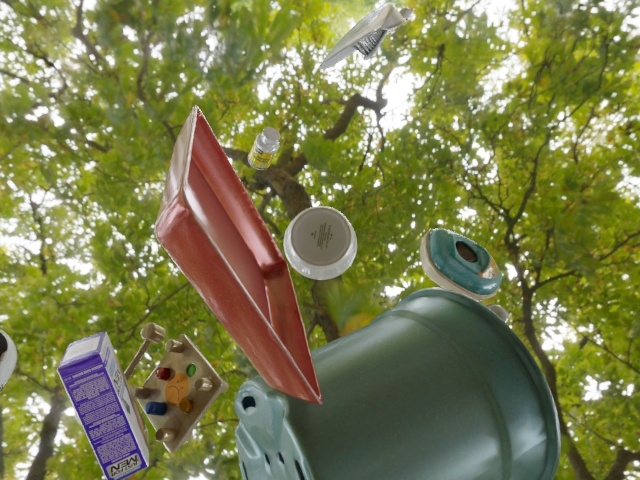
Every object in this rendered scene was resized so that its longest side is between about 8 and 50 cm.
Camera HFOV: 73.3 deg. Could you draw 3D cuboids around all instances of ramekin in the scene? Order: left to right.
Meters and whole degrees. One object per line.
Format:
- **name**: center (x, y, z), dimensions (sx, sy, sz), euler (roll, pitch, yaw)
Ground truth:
- **ramekin**: center (0.000, 0.000, 1.537), dimensions (0.273, 0.127, 0.272), euler (0, -103, 0)

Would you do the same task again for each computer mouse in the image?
- **computer mouse**: center (-0.544, 0.236, 0.720), dimensions (0.042, 0.106, 0.193), euler (9, -134, -28)

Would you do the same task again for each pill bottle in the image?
- **pill bottle**: center (-0.236, -0.390, 1.819), dimensions (0.103, 0.184, 0.103), euler (13, -123, -20)

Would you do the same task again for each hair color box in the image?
- **hair color box**: center (-0.564, 0.434, 1.140), dimensions (0.110, 0.338, 0.185), euler (-19, -167, -19)

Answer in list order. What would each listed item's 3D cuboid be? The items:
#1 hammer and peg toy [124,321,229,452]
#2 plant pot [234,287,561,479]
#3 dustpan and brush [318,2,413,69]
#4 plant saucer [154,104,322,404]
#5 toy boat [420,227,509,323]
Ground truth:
- **hammer and peg toy**: center (-0.473, 0.440, 1.351), dimensions (0.361, 0.127, 0.266), euler (34, -93, 36)
- **plant pot**: center (0.079, 0.268, 0.604), dimensions (0.334, 0.341, 0.341), euler (-10, -135, -32)
- **dustpan and brush**: center (0.102, -0.353, 0.716), dimensions (0.147, 0.060, 0.211), euler (-8, -136, 50)
- **plant saucer**: center (-0.089, 0.012, 0.458), dimensions (0.048, 0.259, 0.258), euler (-24, -147, 1)
- **toy boat**: center (0.395, 0.109, 1.123), dimensions (0.267, 0.148, 0.318), euler (22, -133, -22)
